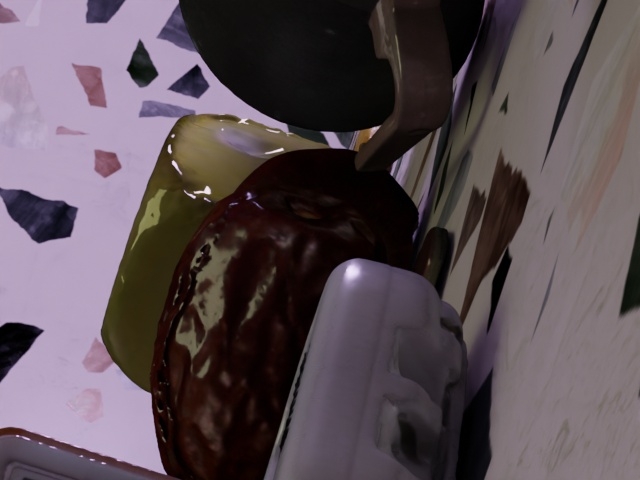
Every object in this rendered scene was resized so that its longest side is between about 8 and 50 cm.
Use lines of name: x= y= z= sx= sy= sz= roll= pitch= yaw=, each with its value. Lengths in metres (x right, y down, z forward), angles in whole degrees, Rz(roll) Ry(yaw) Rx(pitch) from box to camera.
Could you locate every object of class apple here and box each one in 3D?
apple: x=-0.004 y=-0.006 z=1.549 sx=0.156 sy=0.147 sz=0.158 roll=-35 pitch=15 yaw=-1

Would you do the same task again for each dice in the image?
dice: x=-0.068 y=0.027 z=1.881 sx=0.233 sy=0.238 sz=0.227 roll=-74 pitch=4 yaw=-63

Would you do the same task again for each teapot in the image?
teapot: x=0.033 y=-0.208 z=1.442 sx=0.344 sy=0.253 sz=0.300 roll=137 pitch=127 yaw=-76

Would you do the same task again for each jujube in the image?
jujube: x=-0.031 y=0.087 z=1.399 sx=0.183 sy=0.183 sz=0.243 roll=-79 pitch=6 yaw=-73

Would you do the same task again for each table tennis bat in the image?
table tennis bat: x=0.060 y=0.059 z=1.255 sx=0.246 sy=0.022 sz=0.138 roll=-70 pitch=-3 yaw=-87

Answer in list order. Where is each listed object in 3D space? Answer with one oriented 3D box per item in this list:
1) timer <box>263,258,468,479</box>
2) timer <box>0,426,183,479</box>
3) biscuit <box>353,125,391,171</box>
timer: x=0.004 y=0.153 z=0.938 sx=0.262 sy=0.087 sz=0.237 roll=-75 pitch=3 yaw=-51
timer: x=-0.135 y=0.287 z=1.276 sx=0.161 sy=0.257 sz=0.250 roll=95 pitch=-167 yaw=-69
biscuit: x=0.082 y=-0.170 z=2.267 sx=0.154 sy=0.045 sz=0.299 roll=108 pitch=179 yaw=-63
